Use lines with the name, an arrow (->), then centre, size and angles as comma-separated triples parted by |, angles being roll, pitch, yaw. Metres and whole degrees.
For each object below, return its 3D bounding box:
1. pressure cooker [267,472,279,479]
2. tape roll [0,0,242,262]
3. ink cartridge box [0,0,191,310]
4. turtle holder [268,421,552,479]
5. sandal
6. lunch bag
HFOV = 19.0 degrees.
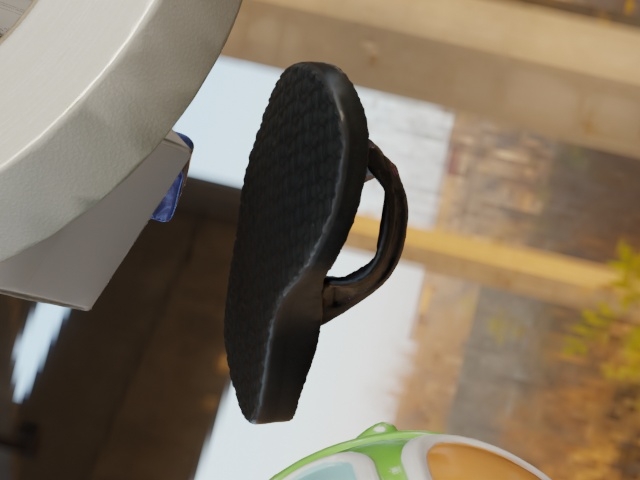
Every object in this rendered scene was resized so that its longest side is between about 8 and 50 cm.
pressure cooker -> 0.077, 0.392, 1.524 | 0.420, 0.370, 0.375 | 8, -88, -40
tape roll -> -0.225, -0.153, 1.232 | 0.072, 0.392, 0.392 | 46, -128, -46
ink cartridge box -> -0.257, -0.084, 1.545 | 0.168, 0.232, 0.171 | 16, -67, -48
turtle holder -> 0.016, 0.243, 1.003 | 0.243, 0.320, 0.227 | 64, 173, 0
sandal -> -0.001, -0.001, 1.605 | 0.446, 0.107, 0.167 | 108, 151, -56
lunch bag -> -0.180, -0.067, 2.060 | 0.065, 0.067, 0.098 | -74, 0, -47
